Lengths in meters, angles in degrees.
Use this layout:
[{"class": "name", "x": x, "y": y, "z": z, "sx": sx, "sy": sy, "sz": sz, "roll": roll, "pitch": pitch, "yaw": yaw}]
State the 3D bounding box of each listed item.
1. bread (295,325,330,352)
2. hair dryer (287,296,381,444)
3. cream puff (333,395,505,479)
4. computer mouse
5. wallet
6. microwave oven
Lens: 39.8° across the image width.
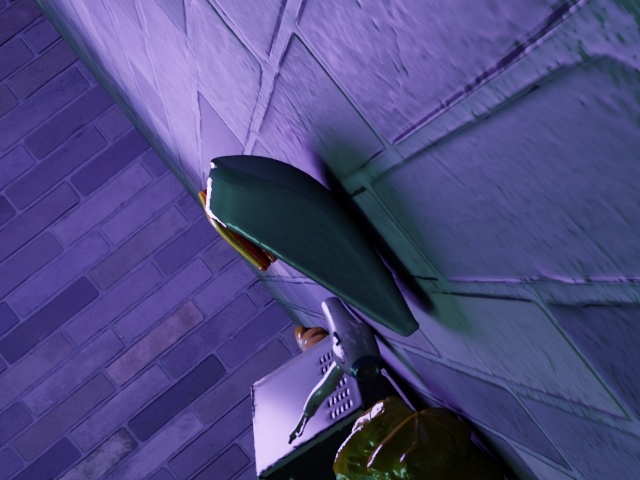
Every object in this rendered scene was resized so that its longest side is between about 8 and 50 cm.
[{"class": "bread", "x": 0.022, "y": 0.260, "z": 1.918, "sx": 0.134, "sy": 0.081, "sz": 0.225, "roll": 61, "pitch": 170, "yaw": -32}, {"class": "hair dryer", "x": 0.006, "y": 0.175, "z": 1.262, "sx": 0.067, "sy": 0.199, "sz": 0.167, "roll": 25, "pitch": -148, "yaw": -27}, {"class": "cream puff", "x": 0.122, "y": 0.279, "z": 1.069, "sx": 0.221, "sy": 0.194, "sz": 0.194, "roll": 18, "pitch": 151, "yaw": 44}, {"class": "computer mouse", "x": 0.000, "y": 0.000, "z": 0.762, "sx": 0.231, "sy": 0.079, "sz": 0.128, "roll": 36, "pitch": 179, "yaw": -12}, {"class": "wallet", "x": -0.141, "y": -0.031, "z": 1.558, "sx": 0.141, "sy": 0.067, "sz": 0.241, "roll": 48, "pitch": 179, "yaw": -18}, {"class": "microwave oven", "x": 0.078, "y": 0.360, "z": 1.407, "sx": 0.355, "sy": 0.218, "sz": 0.286, "roll": 54, "pitch": -173, "yaw": -21}]
